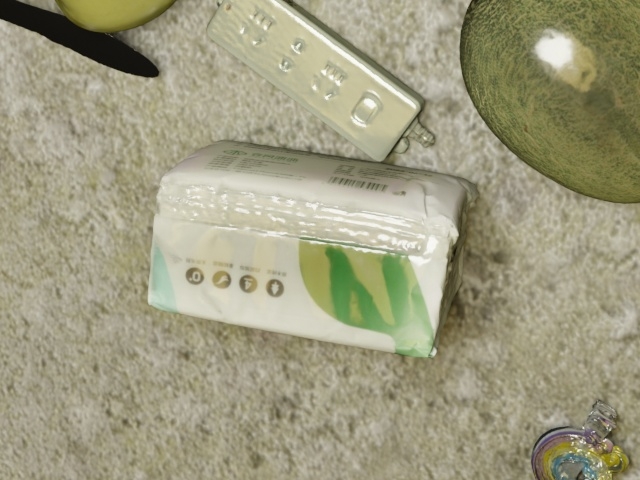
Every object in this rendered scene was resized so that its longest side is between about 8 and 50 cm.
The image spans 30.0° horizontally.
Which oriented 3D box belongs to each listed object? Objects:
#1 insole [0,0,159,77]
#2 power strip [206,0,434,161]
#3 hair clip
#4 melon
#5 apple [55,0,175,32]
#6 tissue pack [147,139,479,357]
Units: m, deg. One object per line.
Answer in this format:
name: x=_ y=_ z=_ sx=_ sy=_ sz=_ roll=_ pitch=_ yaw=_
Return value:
insole: x=-0.355 y=-0.281 z=1.566 sx=0.322 sy=0.109 sz=0.007 roll=23 pitch=72 yaw=10
power strip: x=0.002 y=-0.216 z=1.518 sx=0.338 sy=0.058 sz=0.098 roll=36 pitch=109 yaw=0
hair clip: x=0.343 y=0.294 z=1.595 sx=0.116 sy=0.049 sz=0.172 roll=32 pitch=118 yaw=16
melon: x=0.306 y=-0.188 z=1.365 sx=0.248 sy=0.248 sz=0.329 roll=-42 pitch=97 yaw=19
apple: x=-0.263 y=-0.387 z=1.436 sx=0.262 sy=0.262 sz=0.262 roll=3 pitch=106 yaw=11
tissue pack: x=-0.001 y=0.001 z=1.469 sx=0.357 sy=0.266 sz=0.193 roll=9 pitch=107 yaw=10
